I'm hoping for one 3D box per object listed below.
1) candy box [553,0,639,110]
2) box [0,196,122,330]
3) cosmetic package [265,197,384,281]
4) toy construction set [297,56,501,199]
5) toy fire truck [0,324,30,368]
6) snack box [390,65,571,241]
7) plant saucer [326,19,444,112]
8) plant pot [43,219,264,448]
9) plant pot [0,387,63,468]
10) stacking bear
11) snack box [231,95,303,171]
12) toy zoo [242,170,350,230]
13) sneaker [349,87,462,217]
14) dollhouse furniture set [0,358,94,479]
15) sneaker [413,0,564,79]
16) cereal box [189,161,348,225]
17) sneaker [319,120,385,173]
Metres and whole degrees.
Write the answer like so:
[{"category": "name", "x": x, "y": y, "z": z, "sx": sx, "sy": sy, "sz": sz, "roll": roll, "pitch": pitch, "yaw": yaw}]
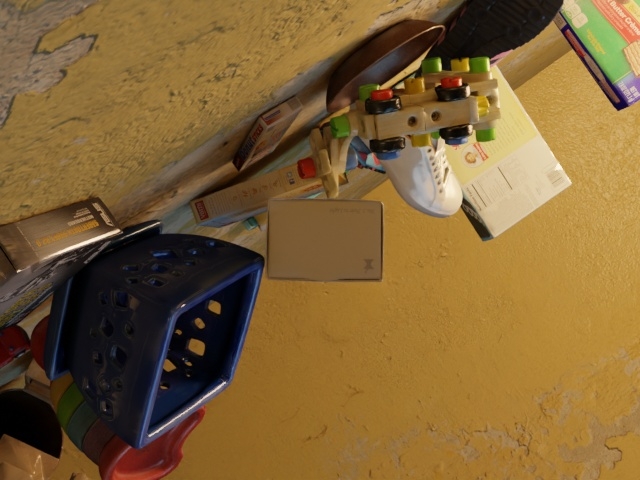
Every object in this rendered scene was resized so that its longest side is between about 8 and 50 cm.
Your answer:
[{"category": "candy box", "x": 0.622, "y": -0.442, "z": 1.948, "sx": 0.317, "sy": 0.268, "sz": 0.122, "roll": -36, "pitch": 180, "yaw": 5}, {"category": "box", "x": -0.363, "y": 0.048, "z": 1.201, "sx": 0.231, "sy": 0.056, "sz": 0.183, "roll": -37, "pitch": 176, "yaw": 29}, {"category": "cosmetic package", "x": 0.000, "y": 0.000, "z": 1.515, "sx": 0.160, "sy": 0.113, "sz": 0.309, "roll": 1, "pitch": 179, "yaw": -3}, {"category": "toy construction set", "x": 0.118, "y": -0.175, "z": 1.484, "sx": 0.328, "sy": 0.151, "sz": 0.215, "roll": -26, "pitch": -160, "yaw": -11}, {"category": "toy fire truck", "x": -0.531, "y": 0.188, "z": 1.574, "sx": 0.192, "sy": 0.047, "sz": 0.135, "roll": -34, "pitch": 175, "yaw": -15}, {"category": "snack box", "x": 0.285, "y": -0.182, "z": 1.873, "sx": 0.187, "sy": 0.322, "sz": 0.060, "roll": -33, "pitch": -178, "yaw": -14}, {"category": "plant saucer", "x": 0.081, "y": -0.249, "z": 1.450, "sx": 0.199, "sy": 0.036, "sz": 0.198, "roll": -35, "pitch": 176, "yaw": -3}, {"category": "plant pot", "x": -0.244, "y": 0.110, "z": 1.463, "sx": 0.236, "sy": 0.212, "sz": 0.235, "roll": -30, "pitch": 141, "yaw": -56}, {"category": "plant pot", "x": -0.714, "y": 0.445, "z": 2.271, "sx": 0.230, "sy": 0.215, "sz": 0.215, "roll": -19, "pitch": -172, "yaw": 42}, {"category": "stacking bear", "x": -0.337, "y": 0.221, "z": 1.592, "sx": 0.164, "sy": 0.289, "sz": 0.175, "roll": -14, "pitch": 142, "yaw": -46}, {"category": "snack box", "x": -0.076, "y": -0.148, "z": 1.471, "sx": 0.064, "sy": 0.022, "sz": 0.178, "roll": -34, "pitch": 176, "yaw": -23}, {"category": "toy zoo", "x": -0.041, "y": -0.103, "z": 2.274, "sx": 0.293, "sy": 0.030, "sz": 0.192, "roll": -34, "pitch": 176, "yaw": -17}, {"category": "sneaker", "x": 0.173, "y": -0.139, "z": 1.728, "sx": 0.123, "sy": 0.290, "sz": 0.105, "roll": -11, "pitch": -132, "yaw": 39}, {"category": "dollhouse furniture set", "x": -0.578, "y": 0.430, "z": 2.055, "sx": 0.394, "sy": 0.362, "sz": 0.256, "roll": -65, "pitch": -174, "yaw": -21}, {"category": "sneaker", "x": 0.264, "y": -0.338, "z": 1.614, "sx": 0.319, "sy": 0.112, "sz": 0.131, "roll": -37, "pitch": -165, "yaw": 46}, {"category": "cereal box", "x": -0.079, "y": -0.080, "z": 1.697, "sx": 0.240, "sy": 0.047, "sz": 0.173, "roll": -19, "pitch": 177, "yaw": 5}, {"category": "sneaker", "x": 0.071, "y": -0.196, "z": 1.808, "sx": 0.125, "sy": 0.104, "sz": 0.262, "roll": -64, "pitch": 163, "yaw": 9}]
